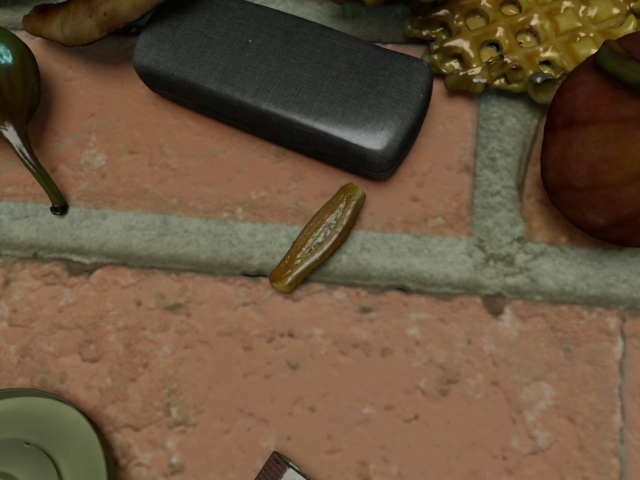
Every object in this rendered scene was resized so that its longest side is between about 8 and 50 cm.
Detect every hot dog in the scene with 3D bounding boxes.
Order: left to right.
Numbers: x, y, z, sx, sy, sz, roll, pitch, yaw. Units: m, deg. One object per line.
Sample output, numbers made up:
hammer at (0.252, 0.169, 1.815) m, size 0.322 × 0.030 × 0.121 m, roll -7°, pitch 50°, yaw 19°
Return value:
hot dog at (0.000, 0.000, 0.579) m, size 0.044 × 0.028 × 0.137 m, roll 29°, pitch 75°, yaw 40°

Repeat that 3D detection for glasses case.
glasses case at (-0.045, -0.177, 0.613) m, size 0.323 × 0.074 × 0.131 m, roll 23°, pitch 78°, yaw 13°

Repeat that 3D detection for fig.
fig at (-0.351, -0.132, 0.623) m, size 0.124 × 0.124 × 0.236 m, roll -30°, pitch 84°, yaw -3°
fig at (0.293, -0.087, 0.485) m, size 0.205 × 0.205 × 0.205 m, roll -2°, pitch 73°, yaw 6°

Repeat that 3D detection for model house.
model house at (-0.044, 0.241, 0.499) m, size 0.058 × 0.057 × 0.083 m, roll 35°, pitch 82°, yaw 10°

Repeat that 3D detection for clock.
clock at (-0.302, 0.250, 0.506) m, size 0.235 × 0.029 × 0.235 m, roll -3°, pitch 56°, yaw 5°

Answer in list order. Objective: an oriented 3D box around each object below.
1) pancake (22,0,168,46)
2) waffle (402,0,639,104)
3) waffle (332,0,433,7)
pancake at (-0.213, -0.295, 0.632) m, size 0.257 × 0.056 × 0.212 m, roll -45°, pitch 43°, yaw -3°
waffle at (0.234, -0.271, 0.616) m, size 0.262 × 0.060 × 0.280 m, roll 23°, pitch 77°, yaw 13°
waffle at (0.107, -0.404, 0.595) m, size 0.261 × 0.151 × 0.324 m, roll 25°, pitch 71°, yaw 30°
